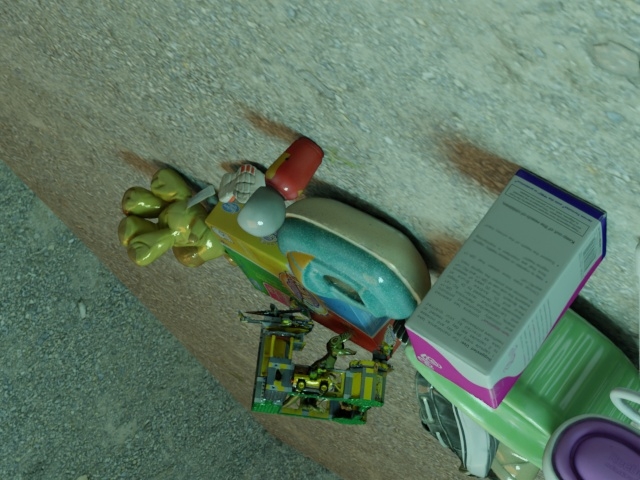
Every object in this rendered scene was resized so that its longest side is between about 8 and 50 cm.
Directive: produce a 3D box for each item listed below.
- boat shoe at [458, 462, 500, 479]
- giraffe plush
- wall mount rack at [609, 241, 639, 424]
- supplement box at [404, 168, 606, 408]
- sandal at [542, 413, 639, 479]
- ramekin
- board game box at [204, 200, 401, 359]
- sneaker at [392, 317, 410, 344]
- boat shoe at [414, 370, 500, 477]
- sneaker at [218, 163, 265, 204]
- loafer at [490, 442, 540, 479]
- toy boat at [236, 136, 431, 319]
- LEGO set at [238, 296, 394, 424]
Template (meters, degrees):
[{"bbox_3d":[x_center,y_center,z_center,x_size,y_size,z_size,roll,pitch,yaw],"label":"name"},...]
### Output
[{"bbox_3d":[0.327,0.425,2.578,0.079,0.084,0.233,39,162,-7],"label":"boat shoe"},{"bbox_3d":[-0.232,-0.020,2.426,0.210,0.181,0.170,-13,150,26],"label":"giraffe plush"},{"bbox_3d":[0.448,0.156,1.426,0.350,0.130,0.304,19,161,49],"label":"wall mount rack"},{"bbox_3d":[0.202,0.053,1.466,0.114,0.220,0.111,30,163,23],"label":"supplement box"},{"bbox_3d":[0.440,0.319,1.516,0.416,0.169,0.102,22,155,16],"label":"sandal"},{"bbox_3d":[0.273,0.175,1.775,0.303,0.148,0.303,37,170,8],"label":"ramekin"},{"bbox_3d":[-0.023,0.062,2.314,0.316,0.064,0.242,27,162,34],"label":"board game box"},{"bbox_3d":[0.195,0.155,2.067,0.208,0.081,0.094,20,160,47],"label":"sneaker"},{"bbox_3d":[0.212,0.259,2.088,0.119,0.121,0.335,13,152,19],"label":"boat shoe"},{"bbox_3d":[-0.102,-0.082,2.113,0.065,0.061,0.158,14,177,-26],"label":"sneaker"},{"bbox_3d":[0.277,0.288,2.269,0.268,0.092,0.102,48,-157,9],"label":"loafer"},{"bbox_3d":[0.000,0.000,1.909,0.267,0.148,0.318,23,160,43],"label":"toy boat"},{"bbox_3d":[-0.002,0.186,2.281,0.255,0.192,0.331,5,164,4],"label":"LEGO set"}]
